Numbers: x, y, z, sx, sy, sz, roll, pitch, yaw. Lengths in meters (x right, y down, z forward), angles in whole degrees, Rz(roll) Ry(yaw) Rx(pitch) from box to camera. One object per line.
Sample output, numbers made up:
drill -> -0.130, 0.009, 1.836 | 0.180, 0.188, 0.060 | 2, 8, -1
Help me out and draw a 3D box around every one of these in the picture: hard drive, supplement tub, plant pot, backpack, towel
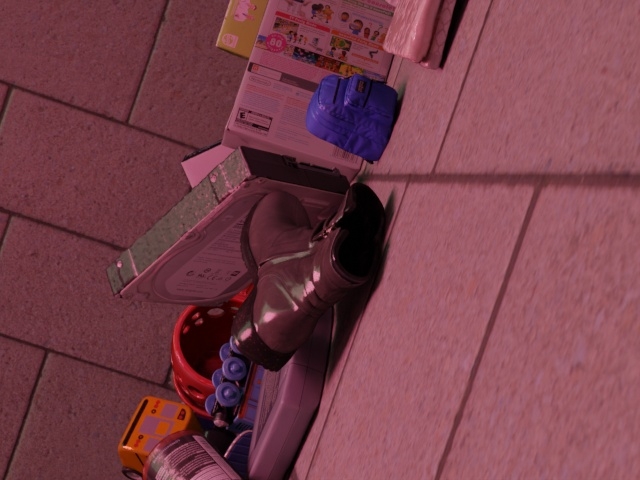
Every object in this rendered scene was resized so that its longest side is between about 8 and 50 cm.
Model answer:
hard drive -> -0.140, -0.009, 1.784 | 0.339, 0.237, 0.064 | -39, 61, 30
supplement tub -> -0.141, 0.338, 1.488 | 0.198, 0.106, 0.106 | 37, 113, 44
plant pot -> -0.178, 0.213, 2.066 | 0.174, 0.191, 0.191 | 114, 172, -58
backpack -> 0.045, -0.188, 1.648 | 0.098, 0.120, 0.101 | -77, 9, -46
towel -> 0.166, -0.385, 1.507 | 0.332, 0.053, 0.316 | -99, 28, -77

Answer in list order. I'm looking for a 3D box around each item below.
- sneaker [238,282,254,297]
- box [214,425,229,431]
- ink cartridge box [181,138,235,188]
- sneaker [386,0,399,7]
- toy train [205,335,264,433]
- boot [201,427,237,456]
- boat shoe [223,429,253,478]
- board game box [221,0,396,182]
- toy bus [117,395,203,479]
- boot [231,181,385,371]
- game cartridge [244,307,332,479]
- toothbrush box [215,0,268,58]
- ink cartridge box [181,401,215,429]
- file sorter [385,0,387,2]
sneaker -> -0.130, 0.073, 2.608 | 0.128, 0.087, 0.221 | 104, -168, -53
box -> -0.235, 0.471, 2.431 | 0.233, 0.044, 0.159 | 163, 126, -82
ink cartridge box -> -0.105, -0.199, 2.218 | 0.165, 0.333, 0.065 | -120, 6, -81
sneaker -> 0.144, -0.430, 1.780 | 0.053, 0.061, 0.152 | -92, 23, -77
toy train -> -0.122, 0.233, 1.907 | 0.080, 0.105, 0.184 | -48, 23, 53
boot -> -0.201, 0.385, 1.803 | 0.246, 0.094, 0.207 | 52, -138, -48
boat shoe -> -0.131, 0.375, 1.761 | 0.066, 0.066, 0.183 | 180, 109, -84
board game box -> -0.010, -0.270, 1.889 | 0.097, 0.224, 0.303 | 123, 165, -73
toy bus -> -0.246, 0.401, 1.997 | 0.332, 0.130, 0.108 | 73, -147, -49
boot -> 0.000, 0.000, 1.497 | 0.223, 0.118, 0.338 | -46, 27, 29
game cartridge -> -0.040, 0.191, 1.596 | 0.297, 0.062, 0.198 | -82, 17, -59
toothbrush box -> -0.039, -0.361, 2.109 | 0.206, 0.283, 0.122 | -116, 45, -80
ink cartridge box -> -0.277, 0.436, 2.381 | 0.330, 0.072, 0.324 | -137, 67, -79
file sorter -> 0.079, -0.600, 2.229 | 0.277, 0.193, 0.173 | -78, 7, -45
